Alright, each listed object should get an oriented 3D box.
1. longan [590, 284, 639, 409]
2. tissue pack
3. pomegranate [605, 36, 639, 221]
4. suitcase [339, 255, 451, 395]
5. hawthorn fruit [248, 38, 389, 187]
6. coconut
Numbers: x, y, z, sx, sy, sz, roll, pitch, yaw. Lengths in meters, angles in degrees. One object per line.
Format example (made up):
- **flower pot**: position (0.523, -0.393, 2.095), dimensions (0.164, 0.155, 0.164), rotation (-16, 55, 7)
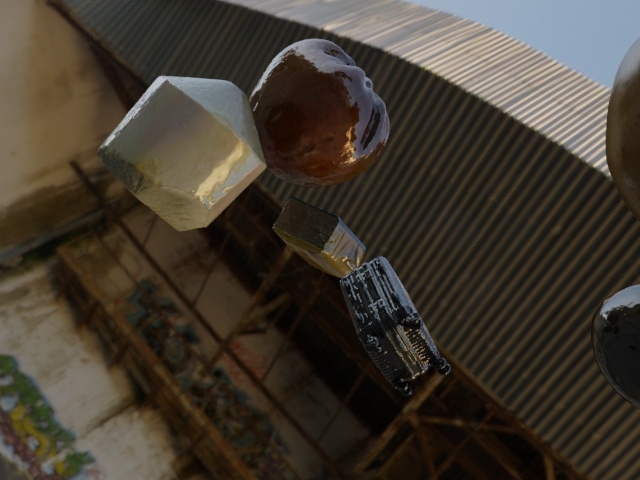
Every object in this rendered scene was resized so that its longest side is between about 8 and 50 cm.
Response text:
- **longan**: position (0.557, 0.170, 1.356), dimensions (0.248, 0.248, 0.248), rotation (27, -48, 34)
- **tissue pack**: position (0.000, 0.000, 1.560), dimensions (0.120, 0.082, 0.169), rotation (25, -10, 27)
- **pomegranate**: position (0.608, -0.162, 1.207), dimensions (0.416, 0.416, 0.417), rotation (27, -48, 34)
- **suitcase**: position (0.067, 0.077, 0.806), dimensions (0.086, 0.059, 0.126), rotation (58, 6, -31)
- **hawthorn fruit**: position (-0.027, -0.216, 1.594), dimensions (0.298, 0.277, 0.277), rotation (-28, -86, 10)
- **coconut**: position (-0.213, -0.159, 1.397), dimensions (0.239, 0.244, 0.239), rotation (44, -1, 1)
